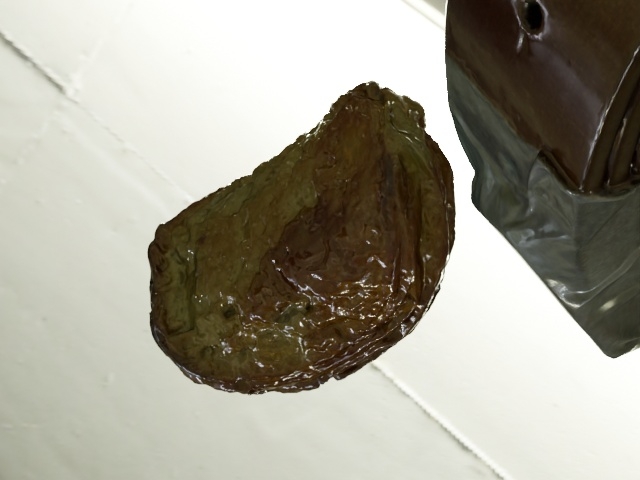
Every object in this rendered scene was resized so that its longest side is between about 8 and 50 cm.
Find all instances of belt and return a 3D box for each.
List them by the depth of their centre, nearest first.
[{"bbox_3d":[0.168,-0.086,0.704,0.217,0.339,0.122,-30,-120,-16],"label":"belt"}]

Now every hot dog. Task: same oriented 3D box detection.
[{"bbox_3d":[0.001,0.002,1.054,0.259,0.114,0.175,-31,-130,34],"label":"hot dog"}]
